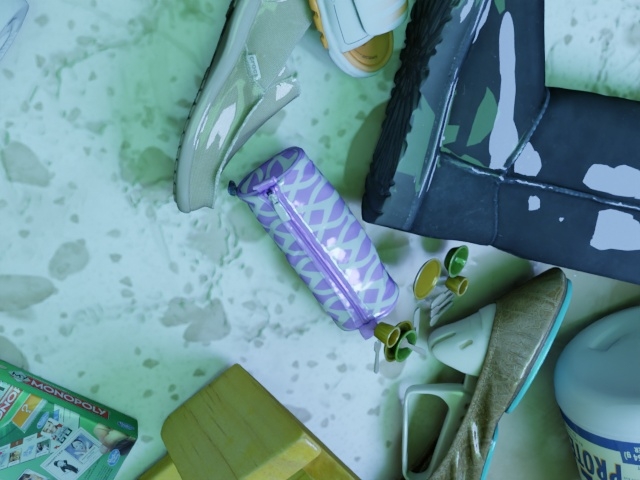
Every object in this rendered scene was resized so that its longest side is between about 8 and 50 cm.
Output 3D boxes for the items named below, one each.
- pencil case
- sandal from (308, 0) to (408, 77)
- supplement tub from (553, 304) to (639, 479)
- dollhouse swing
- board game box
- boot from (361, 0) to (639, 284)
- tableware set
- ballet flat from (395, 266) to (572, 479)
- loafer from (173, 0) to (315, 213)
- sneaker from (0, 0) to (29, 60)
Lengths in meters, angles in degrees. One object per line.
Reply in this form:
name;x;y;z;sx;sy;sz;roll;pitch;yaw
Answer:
pencil case;0.000;0.000;0.893;0.086;0.088;0.206;-35;111;8
sandal;0.032;-0.255;0.779;0.102;0.076;0.265;-60;142;-31
supplement tub;0.411;0.256;0.976;0.235;0.235;0.325;-22;109;-5
dollhouse swing;-0.053;0.365;0.895;0.305;0.315;0.347;-45;110;-9
board game box;-0.362;0.286;0.918;0.213;0.046;0.317;29;98;-17
boot;0.302;-0.133;0.886;0.444;0.146;0.367;13;112;-11
tableware set;0.110;0.071;0.916;0.154;0.024;0.104;-34;137;-37
ballet flat;0.162;0.174;0.980;0.124;0.116;0.343;21;105;2
loafer;-0.067;-0.144;0.831;0.092;0.102;0.269;20;100;-11
sneaker;-0.430;-0.152;0.740;0.236;0.130;0.323;35;96;-15
